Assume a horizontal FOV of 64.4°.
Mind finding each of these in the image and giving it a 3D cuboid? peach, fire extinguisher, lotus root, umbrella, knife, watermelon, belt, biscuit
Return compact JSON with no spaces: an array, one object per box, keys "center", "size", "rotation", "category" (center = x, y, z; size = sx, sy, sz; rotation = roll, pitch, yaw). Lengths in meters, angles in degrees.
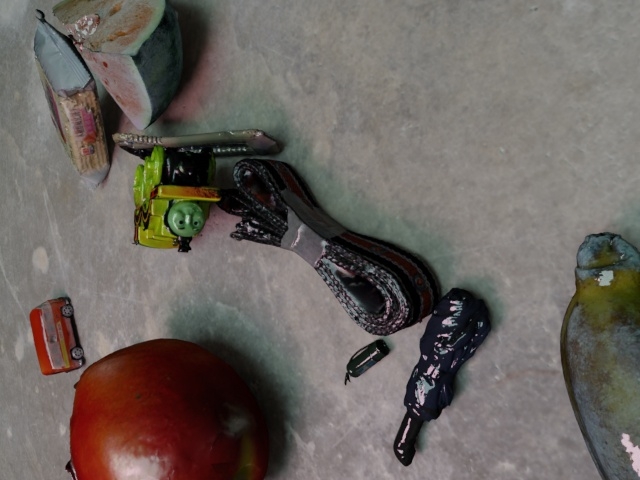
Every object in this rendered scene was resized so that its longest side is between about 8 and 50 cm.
[{"center":[-0.248,0.300,0.796],"size":[0.338,0.281,0.281],"rotation":[22,105,28],"category":"peach"},{"center":[0.059,0.170,0.718],"size":[0.083,0.025,0.038],"rotation":[-46,30,28],"category":"fire extinguisher"},{"center":[0.301,0.151,0.467],"size":[0.140,0.158,0.322],"rotation":[-35,66,32],"category":"lotus root"},{"center":[0.137,0.177,0.636],"size":[0.071,0.071,0.248],"rotation":[31,108,30],"category":"umbrella"},{"center":[-0.219,-0.158,0.859],"size":[0.365,0.089,0.043],"rotation":[6,84,33],"category":"knife"},{"center":[-0.313,-0.330,0.891],"size":[0.175,0.188,0.322],"rotation":[-36,55,-7],"category":"watermelon"},{"center":[0.000,0.000,0.706],"size":[0.359,0.094,0.126],"rotation":[33,111,29],"category":"belt"},{"center":[-0.475,-0.256,0.978],"size":[0.186,0.079,0.309],"rotation":[54,151,18],"category":"biscuit"}]

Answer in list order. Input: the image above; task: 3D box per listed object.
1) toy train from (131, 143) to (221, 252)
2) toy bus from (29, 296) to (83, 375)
[{"center":[-0.235,-0.060,0.808],"size":[0.296,0.100,0.160],"rotation":[-4,86,64],"category":"toy train"},{"center":[-0.607,0.219,1.160],"size":[0.079,0.077,0.174],"rotation":[-23,80,34],"category":"toy bus"}]
